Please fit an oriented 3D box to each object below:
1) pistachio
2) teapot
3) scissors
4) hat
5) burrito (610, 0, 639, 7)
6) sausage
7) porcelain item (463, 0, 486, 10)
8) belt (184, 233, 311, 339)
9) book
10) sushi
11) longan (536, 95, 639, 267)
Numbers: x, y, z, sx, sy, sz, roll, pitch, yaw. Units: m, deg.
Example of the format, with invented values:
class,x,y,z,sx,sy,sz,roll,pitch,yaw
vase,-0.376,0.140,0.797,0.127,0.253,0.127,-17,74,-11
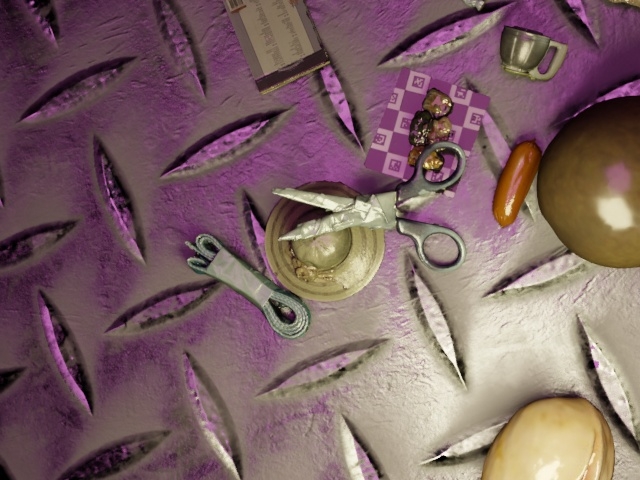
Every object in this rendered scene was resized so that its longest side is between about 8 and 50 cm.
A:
class,x,y,z,sx,sy,sz,roll,pitch,yaw
pistachio,0.415,0.427,1.606,0.230,0.230,0.309,22,85,10
teapot,0.397,-0.353,1.693,0.124,0.092,0.091,20,109,16
scissors,0.097,-0.061,1.691,0.383,0.029,0.256,-1,98,-11
hat,0.000,0.000,1.745,0.252,0.110,0.252,0,89,11
burrito,0.620,-0.462,1.675,0.188,0.045,0.058,12,98,8
sausage,0.374,-0.113,1.709,0.062,0.054,0.183,28,97,37
porcelain item,0.285,-0.482,1.742,0.083,0.028,0.036,33,97,10
belt,-0.149,0.092,1.787,0.302,0.072,0.087,36,93,9
book,-0.093,-0.434,1.813,0.157,0.026,0.231,-23,85,12
sushi,0.206,-0.215,1.741,0.192,0.050,0.215,21,92,10
longan,0.540,-0.104,1.560,0.319,0.319,0.319,0,89,10
